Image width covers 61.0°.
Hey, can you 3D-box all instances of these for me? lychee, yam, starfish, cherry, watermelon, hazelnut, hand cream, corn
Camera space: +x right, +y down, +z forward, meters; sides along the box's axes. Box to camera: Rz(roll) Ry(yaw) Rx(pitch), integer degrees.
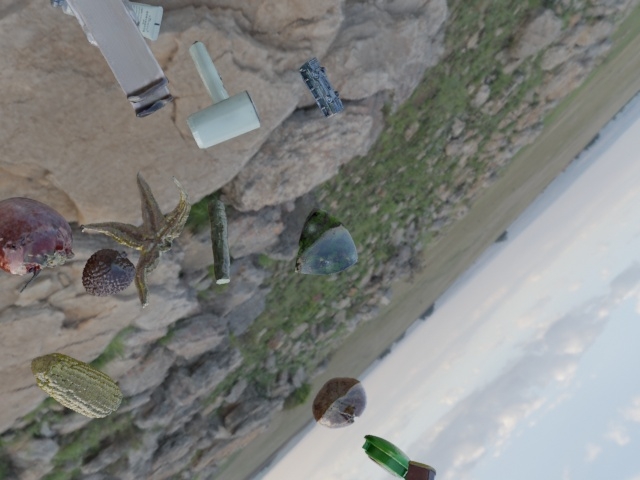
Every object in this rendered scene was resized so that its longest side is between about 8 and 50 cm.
[{"bbox_3d":[-0.532,0.080,1.357,0.129,0.123,0.123,-31,163,-20],"label":"lychee"},{"bbox_3d":[-0.324,0.002,1.745,0.061,0.274,0.061,-7,161,-3],"label":"yam"},{"bbox_3d":[-0.587,-0.040,1.816,0.398,0.383,0.132,-56,163,-3],"label":"starfish"},{"bbox_3d":[-0.743,-0.018,1.361,0.192,0.249,0.175,-42,154,-27],"label":"cherry"},{"bbox_3d":[0.009,-0.001,1.508,0.192,0.137,0.146,-8,116,-25],"label":"watermelon"},{"bbox_3d":[0.071,0.585,1.947,0.212,0.181,0.181,-40,-162,-9],"label":"hazelnut"},{"bbox_3d":[-0.545,-0.592,1.407,0.276,0.059,0.095,-1,123,-40],"label":"hand cream"},{"bbox_3d":[-0.629,0.380,1.423,0.119,0.119,0.322,-40,147,-15],"label":"corn"}]

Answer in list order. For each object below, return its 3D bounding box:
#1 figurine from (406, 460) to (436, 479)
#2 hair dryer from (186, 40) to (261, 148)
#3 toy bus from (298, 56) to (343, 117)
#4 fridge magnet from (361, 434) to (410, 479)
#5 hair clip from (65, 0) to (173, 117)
[{"bbox_3d":[0.270,0.668,1.423,0.154,0.098,0.083,-71,156,-46],"label":"figurine"},{"bbox_3d":[-0.217,-0.299,1.061,0.131,0.237,0.073,-23,162,-6],"label":"hair dryer"},{"bbox_3d":[0.002,-0.431,1.541,0.065,0.166,0.047,-16,-159,45],"label":"toy bus"},{"bbox_3d":[0.233,0.744,1.873,0.088,0.208,0.208,-53,169,-16],"label":"fridge magnet"},{"bbox_3d":[-0.333,-0.354,0.818,0.085,0.331,0.101,-29,-175,1],"label":"hair clip"}]
